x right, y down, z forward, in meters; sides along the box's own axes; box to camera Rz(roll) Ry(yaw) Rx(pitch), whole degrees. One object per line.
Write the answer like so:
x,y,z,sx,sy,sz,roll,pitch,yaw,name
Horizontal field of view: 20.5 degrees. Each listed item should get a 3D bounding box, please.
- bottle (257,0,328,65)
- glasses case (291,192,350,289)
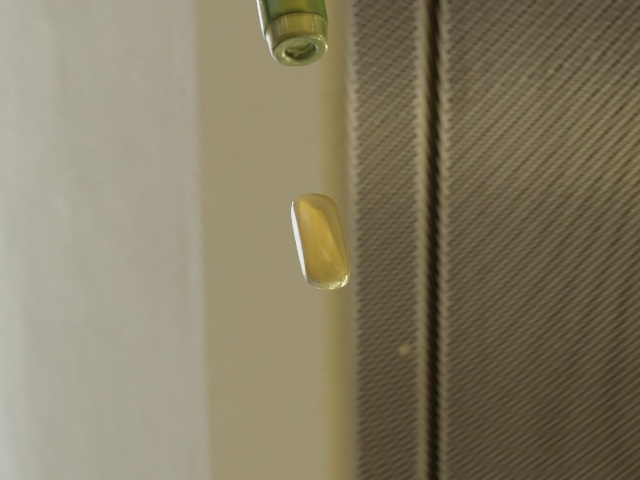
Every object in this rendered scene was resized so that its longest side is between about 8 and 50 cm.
-0.015,-0.117,0.781,0.030,0.030,0.083,-33,-126,36,bottle
0.000,0.000,1.205,0.021,0.032,0.083,101,-17,-45,glasses case
